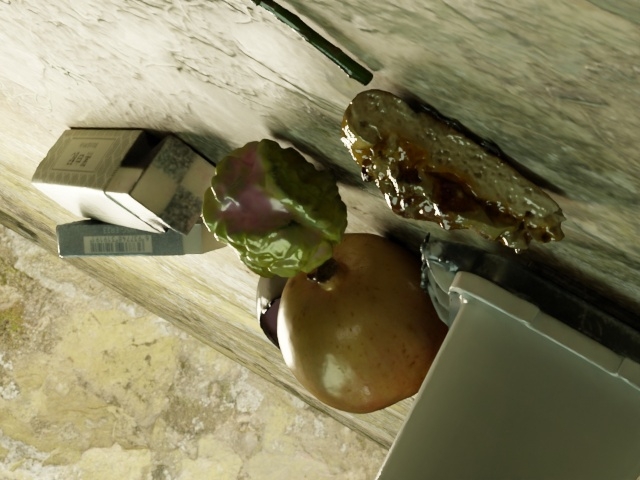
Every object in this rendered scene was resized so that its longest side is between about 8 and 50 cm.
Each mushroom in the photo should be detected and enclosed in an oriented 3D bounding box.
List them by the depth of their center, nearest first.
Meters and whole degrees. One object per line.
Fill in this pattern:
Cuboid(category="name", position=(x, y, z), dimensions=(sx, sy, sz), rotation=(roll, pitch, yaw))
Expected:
Cuboid(category="mushroom", position=(-0.008, 0.068, 1.981), dimensions=(0.188, 0.141, 0.117), rotation=(45, -163, -56))

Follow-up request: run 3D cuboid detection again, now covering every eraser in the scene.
Cuboid(category="eraser", position=(-0.250, -0.076, 2.038), dimensions=(0.098, 0.096, 0.404), rotation=(37, 169, -23))
Cuboid(category="eraser", position=(-0.237, -0.005, 2.154), dimensions=(0.212, 0.046, 0.092), rotation=(-1, -174, 21))

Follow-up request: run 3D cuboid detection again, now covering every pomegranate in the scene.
Cuboid(category="pomegranate", position=(0.042, 0.084, 1.709), dimensions=(0.191, 0.191, 0.191), rotation=(30, 169, 6))

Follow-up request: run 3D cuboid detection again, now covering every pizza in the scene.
Cuboid(category="pizza", position=(0.102, -0.040, 1.281), dimensions=(0.194, 0.069, 0.154), rotation=(30, 169, 17))

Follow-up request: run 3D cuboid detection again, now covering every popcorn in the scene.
Cuboid(category="popcorn", position=(-0.044, -0.029, 1.609), dimensions=(0.145, 0.126, 0.126), rotation=(10, 155, 9))

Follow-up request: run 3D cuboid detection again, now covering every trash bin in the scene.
Cuboid(category="trash bin", position=(0.147, 0.212, 1.498), dimensions=(0.296, 0.368, 0.256), rotation=(30, 170, 10))

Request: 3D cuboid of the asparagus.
Cuboid(category="asparagus", position=(-0.026, -0.165, 1.216), dimensions=(0.163, 0.016, 0.016), rotation=(34, -172, -17))
